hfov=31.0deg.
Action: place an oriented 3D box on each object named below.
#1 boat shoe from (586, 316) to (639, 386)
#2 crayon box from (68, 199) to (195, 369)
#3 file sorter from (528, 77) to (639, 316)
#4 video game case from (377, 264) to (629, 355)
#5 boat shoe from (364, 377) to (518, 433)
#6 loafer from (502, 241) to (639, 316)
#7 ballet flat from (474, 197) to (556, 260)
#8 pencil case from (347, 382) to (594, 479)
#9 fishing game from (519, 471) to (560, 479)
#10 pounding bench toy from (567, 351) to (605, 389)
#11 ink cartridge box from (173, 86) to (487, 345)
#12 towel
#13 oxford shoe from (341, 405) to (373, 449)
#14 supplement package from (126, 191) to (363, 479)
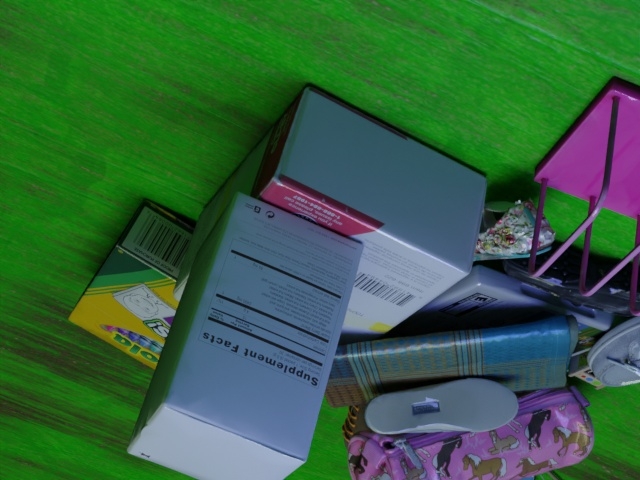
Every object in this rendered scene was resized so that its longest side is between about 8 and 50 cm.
[{"bbox_3d":[0.520,0.155,1.609,0.320,0.103,0.118,-20,143,35],"label":"boat shoe"},{"bbox_3d":[-0.193,0.128,1.860,0.363,0.106,0.313,32,145,-9],"label":"crayon box"},{"bbox_3d":[0.413,-0.015,1.343,0.291,0.182,0.202,20,148,-7],"label":"file sorter"},{"bbox_3d":[0.241,0.138,1.739,0.300,0.036,0.329,19,150,-30],"label":"video game case"},{"bbox_3d":[0.175,0.245,1.713,0.228,0.079,0.081,-4,176,-3],"label":"boat shoe"},{"bbox_3d":[0.353,0.059,1.584,0.223,0.076,0.078,14,140,-4],"label":"loafer"},{"bbox_3d":[0.225,-0.012,1.524,0.241,0.091,0.077,-15,97,63],"label":"ballet flat"},{"bbox_3d":[0.240,0.328,1.825,0.386,0.160,0.167,-13,180,-21],"label":"pencil case"},{"bbox_3d":[0.330,0.464,2.264,0.264,0.041,0.189,-22,133,34],"label":"fishing game"},{"bbox_3d":[0.420,0.198,1.794,0.065,0.052,0.083,27,147,-18],"label":"pounding bench toy"},{"bbox_3d":[0.000,0.000,1.566,0.279,0.160,0.385,25,147,-16],"label":"ink cartridge box"},{"bbox_3d":[0.181,0.181,1.689,0.370,0.040,0.271,-6,156,4],"label":"towel"},{"bbox_3d":[0.090,0.298,1.923,0.133,0.130,0.363,-18,113,8],"label":"oxford shoe"},{"bbox_3d":[-0.087,0.128,1.372,0.175,0.293,0.177,24,147,-11],"label":"supplement package"}]
